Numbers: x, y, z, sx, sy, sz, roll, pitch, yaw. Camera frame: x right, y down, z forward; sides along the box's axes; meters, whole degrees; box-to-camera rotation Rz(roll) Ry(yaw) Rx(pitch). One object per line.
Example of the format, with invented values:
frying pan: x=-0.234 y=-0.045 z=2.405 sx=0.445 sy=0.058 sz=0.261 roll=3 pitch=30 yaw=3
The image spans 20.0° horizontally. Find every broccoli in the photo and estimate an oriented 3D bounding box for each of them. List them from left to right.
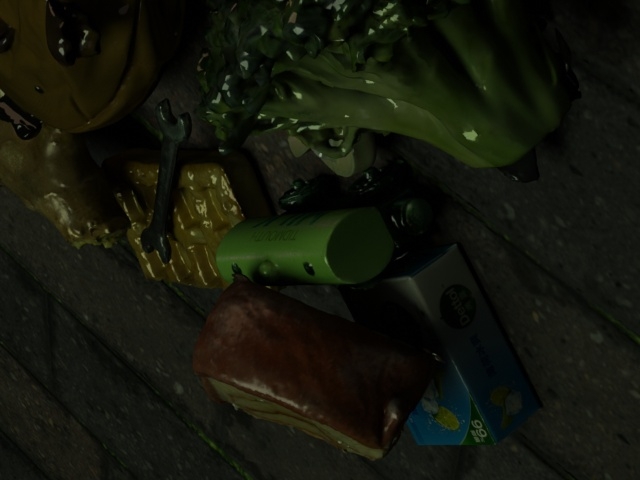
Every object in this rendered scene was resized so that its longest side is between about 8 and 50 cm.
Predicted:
broccoli: x=0.055 y=-0.190 z=1.398 sx=0.324 sy=0.334 sz=0.272 roll=5 pitch=125 yaw=41

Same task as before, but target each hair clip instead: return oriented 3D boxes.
hair clip: x=-0.020 y=-0.132 z=1.808 sx=0.218 sy=0.071 sz=0.159 roll=43 pitch=150 yaw=33

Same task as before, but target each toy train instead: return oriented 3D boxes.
toy train: x=0.000 y=0.000 z=1.817 sx=0.253 sy=0.157 sz=0.105 roll=-4 pitch=115 yaw=56

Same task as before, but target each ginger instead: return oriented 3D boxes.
ginger: x=-0.334 y=-0.146 z=2.186 sx=0.375 sy=0.166 sz=0.236 roll=25 pitch=104 yaw=36

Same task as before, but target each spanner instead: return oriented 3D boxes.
spanner: x=-0.175 y=-0.062 z=2.040 sx=0.054 sy=0.015 sz=0.254 roll=42 pitch=144 yaw=22

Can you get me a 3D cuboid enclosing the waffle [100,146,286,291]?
waffle: x=-0.144 y=-0.026 z=2.100 sx=0.274 sy=0.057 sz=0.168 roll=5 pitch=122 yaw=53

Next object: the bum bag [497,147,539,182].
bum bag: x=0.108 y=-0.141 z=1.626 sx=0.248 sy=0.060 sz=0.123 roll=29 pitch=139 yaw=41

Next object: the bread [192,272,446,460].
bread: x=-0.006 y=0.127 z=1.769 sx=0.244 sy=0.123 sz=0.190 roll=16 pitch=164 yaw=29

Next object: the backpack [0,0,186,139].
backpack: x=-0.285 y=-0.279 z=1.923 sx=0.353 sy=0.201 sz=0.378 roll=41 pitch=144 yaw=32

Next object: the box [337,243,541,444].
box: x=0.119 y=0.109 z=1.833 sx=0.139 sy=0.073 sz=0.194 roll=-11 pitch=110 yaw=58
